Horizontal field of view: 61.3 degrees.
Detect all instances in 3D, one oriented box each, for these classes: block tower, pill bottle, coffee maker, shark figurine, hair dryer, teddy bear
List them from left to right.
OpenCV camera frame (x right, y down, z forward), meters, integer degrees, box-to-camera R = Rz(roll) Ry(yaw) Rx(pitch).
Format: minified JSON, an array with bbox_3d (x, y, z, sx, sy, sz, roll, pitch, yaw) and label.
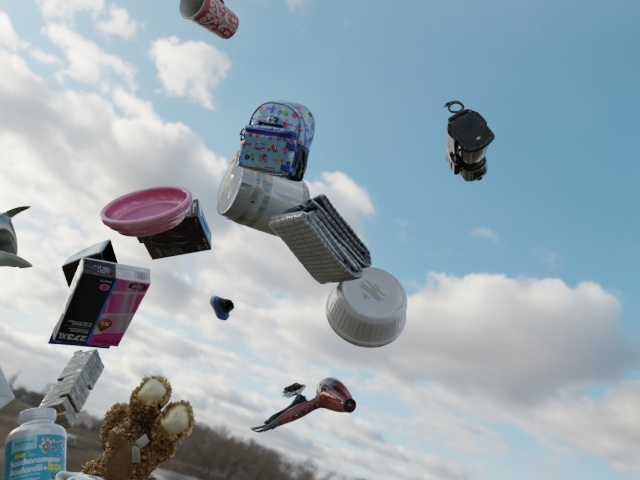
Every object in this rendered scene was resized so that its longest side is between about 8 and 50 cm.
[{"bbox_3d":[-0.587,-0.025,0.996,0.278,0.116,0.166,20,-47,63],"label":"shark figurine"},{"bbox_3d":[-0.745,0.581,1.411,0.146,0.264,0.146,-12,-31,-7],"label":"pill bottle"},{"bbox_3d":[-0.850,0.503,1.861,0.097,0.335,0.091,-14,-66,2],"label":"block tower"},{"bbox_3d":[-0.396,0.458,1.185,0.245,0.338,0.113,20,2,18],"label":"teddy bear"},{"bbox_3d":[-0.021,0.441,1.410,0.294,0.223,0.080,-23,-79,33],"label":"hair dryer"},{"bbox_3d":[0.413,-0.277,1.520,0.120,0.171,0.178,-7,-24,9],"label":"coffee maker"}]

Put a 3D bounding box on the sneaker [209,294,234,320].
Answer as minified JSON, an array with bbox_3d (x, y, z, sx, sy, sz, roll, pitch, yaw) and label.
[{"bbox_3d":[-0.385,0.283,2.196,0.085,0.058,0.152,10,-40,26],"label":"sneaker"}]

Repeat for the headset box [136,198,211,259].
[{"bbox_3d":[-0.628,-0.041,2.270,0.293,0.110,0.218,-9,-42,-1],"label":"headset box"}]

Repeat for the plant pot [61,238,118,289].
[{"bbox_3d":[-0.899,0.123,2.121,0.167,0.187,0.188,-13,-71,-6],"label":"plant pot"}]

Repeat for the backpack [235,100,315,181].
[{"bbox_3d":[-0.096,-0.231,1.200,0.158,0.173,0.117,17,5,18],"label":"backpack"}]

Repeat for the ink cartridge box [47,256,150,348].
[{"bbox_3d":[-0.616,0.202,1.488,0.176,0.069,0.371,14,-50,-32],"label":"ink cartridge box"}]

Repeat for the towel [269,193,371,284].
[{"bbox_3d":[0.000,0.000,1.657,0.283,0.121,0.235,50,-27,-16],"label":"towel"}]

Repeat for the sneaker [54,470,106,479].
[{"bbox_3d":[-0.282,0.329,0.657,0.094,0.080,0.212,45,-31,-21],"label":"sneaker"}]

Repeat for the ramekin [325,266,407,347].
[{"bbox_3d":[0.157,0.204,1.757,0.273,0.273,0.127,17,-44,6],"label":"ramekin"}]

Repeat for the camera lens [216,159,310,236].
[{"bbox_3d":[-0.190,-0.140,1.852,0.274,0.219,0.219,19,-22,-29],"label":"camera lens"}]

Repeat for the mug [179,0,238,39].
[{"bbox_3d":[-0.338,-0.733,1.709,0.113,0.150,0.169,31,8,32],"label":"mug"}]

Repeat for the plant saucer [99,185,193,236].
[{"bbox_3d":[-0.630,-0.104,1.983,0.332,0.332,0.084,6,-60,26],"label":"plant saucer"}]

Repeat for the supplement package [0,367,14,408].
[{"bbox_3d":[-0.941,0.357,1.313,0.293,0.177,0.175,-5,-70,27],"label":"supplement package"}]

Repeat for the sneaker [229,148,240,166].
[{"bbox_3d":[-0.290,-0.237,2.144,0.125,0.321,0.180,19,-20,-32],"label":"sneaker"}]
